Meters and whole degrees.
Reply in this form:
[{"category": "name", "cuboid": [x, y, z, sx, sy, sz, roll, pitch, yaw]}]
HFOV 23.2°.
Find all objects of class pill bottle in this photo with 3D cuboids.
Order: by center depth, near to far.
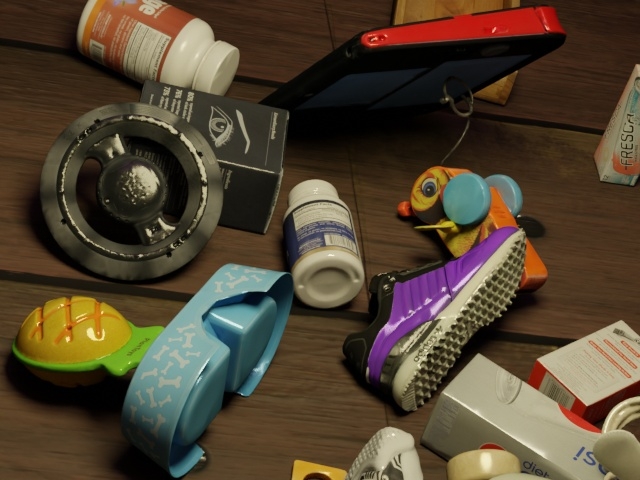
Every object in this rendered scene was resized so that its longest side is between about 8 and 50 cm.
[{"category": "pill bottle", "cuboid": [0.000, 0.000, 2.018, 0.094, 0.094, 0.169, 6, 39, -14]}, {"category": "pill bottle", "cuboid": [-0.231, -0.280, 2.246, 0.216, 0.121, 0.121, 26, 39, 11]}]

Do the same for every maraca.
[{"category": "maraca", "cuboid": [-0.259, 0.116, 1.758, 0.185, 0.099, 0.127, 6, 30, 24]}]

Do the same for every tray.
[{"category": "tray", "cuboid": [0.223, -0.385, 2.584, 0.203, 0.076, 0.411, 15, 39, -4]}]

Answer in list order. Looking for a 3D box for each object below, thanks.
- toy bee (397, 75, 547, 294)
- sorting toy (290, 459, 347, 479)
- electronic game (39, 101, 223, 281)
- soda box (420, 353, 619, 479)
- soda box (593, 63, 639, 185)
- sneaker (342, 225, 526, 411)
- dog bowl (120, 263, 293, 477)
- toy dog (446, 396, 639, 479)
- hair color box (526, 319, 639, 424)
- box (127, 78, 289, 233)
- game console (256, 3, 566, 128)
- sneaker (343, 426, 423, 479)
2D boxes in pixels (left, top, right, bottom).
[{"category": "toy bee", "cuboid": [0.193, -0.042, 2.125, 0.195, 0.162, 0.298, 23, 47, -36]}, {"category": "sorting toy", "cuboid": [-0.002, 0.353, 1.630, 0.196, 0.047, 0.348, 5, 40, -15]}, {"category": "electronic game", "cuboid": [-0.236, -0.062, 1.955, 0.229, 0.048, 0.229, 2, 79, -8]}, {"category": "soda box", "cuboid": [0.266, 0.256, 1.811, 0.286, 0.091, 0.098, 32, 40, 18]}, {"category": "soda box", "cuboid": [0.468, -0.170, 2.327, 0.058, 0.183, 0.063, 8, 40, -12]}, {"category": "sneaker", "cuboid": [0.136, 0.066, 1.940, 0.146, 0.102, 0.293, 28, 58, 28]}, {"category": "dog bowl", "cuboid": [-0.127, 0.135, 1.755, 0.074, 0.166, 0.297, 22, 39, 14]}, {"category": "toy dog", "cuboid": [0.275, 0.283, 1.641, 0.333, 0.161, 0.220, -21, 65, -6]}, {"category": "hair color box", "cuboid": [0.353, 0.170, 1.979, 0.167, 0.053, 0.093, -20, 50, -36]}, {"category": "box", "cuboid": [-0.154, -0.113, 2.084, 0.207, 0.108, 0.153, 13, 39, -6]}, {"category": "game console", "cuboid": [0.114, -0.227, 2.151, 0.342, 0.386, 0.060, -13, 84, -29]}, {"category": "sneaker", "cuboid": [0.114, 0.373, 1.533, 0.210, 0.137, 0.366, 15, 59, -17]}]
